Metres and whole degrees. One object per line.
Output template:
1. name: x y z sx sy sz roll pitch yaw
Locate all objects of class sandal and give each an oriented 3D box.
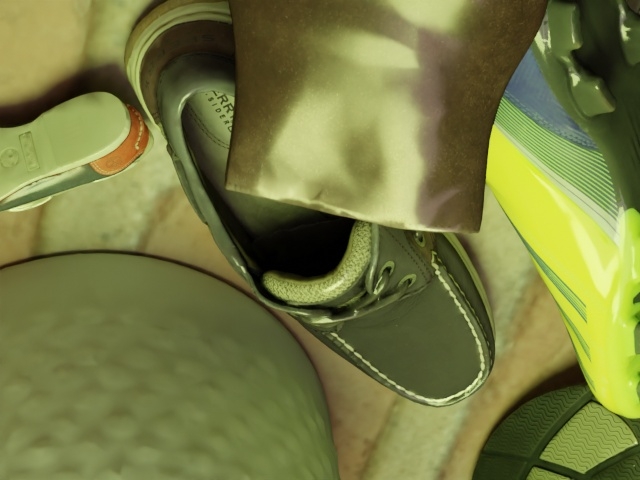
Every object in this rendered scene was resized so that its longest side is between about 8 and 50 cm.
1. sandal: 0.148 0.204 1.108 0.086 0.120 0.303 -15 132 -31

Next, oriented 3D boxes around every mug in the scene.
1. mug: -0.153 0.235 0.943 0.374 0.328 0.276 -34 121 16

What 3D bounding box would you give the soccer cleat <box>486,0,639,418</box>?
1. soccer cleat: 0.125 -0.033 0.943 0.121 0.093 0.289 12 135 41

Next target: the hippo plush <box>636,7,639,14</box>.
1. hippo plush: 0.357 -0.037 0.912 0.236 0.294 0.234 -38 136 -11

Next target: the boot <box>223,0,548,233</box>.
1. boot: -0.022 -0.121 0.809 0.248 0.090 0.207 14 102 0

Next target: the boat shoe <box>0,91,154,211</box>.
1. boat shoe: -0.152 -0.039 0.930 0.137 0.049 0.043 -18 163 11

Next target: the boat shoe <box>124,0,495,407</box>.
1. boat shoe: 0.000 0.000 0.943 0.103 0.092 0.285 -29 122 14
